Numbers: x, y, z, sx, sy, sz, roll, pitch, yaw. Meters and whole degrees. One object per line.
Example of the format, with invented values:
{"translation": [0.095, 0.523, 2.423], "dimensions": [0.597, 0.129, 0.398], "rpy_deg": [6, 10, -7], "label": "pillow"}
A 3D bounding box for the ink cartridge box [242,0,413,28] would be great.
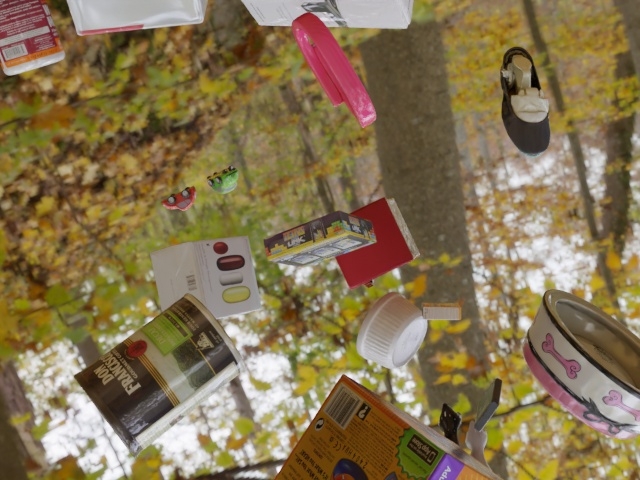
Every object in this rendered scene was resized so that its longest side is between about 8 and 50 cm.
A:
{"translation": [0.030, -0.681, 2.014], "dimensions": [0.394, 0.285, 0.166], "rpy_deg": [5, 172, 15], "label": "ink cartridge box"}

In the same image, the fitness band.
{"translation": [0.032, -0.386, 1.891], "dimensions": [0.054, 0.291, 0.209], "rpy_deg": [-34, -169, -5], "label": "fitness band"}

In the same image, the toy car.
{"translation": [-0.280, -0.142, 2.185], "dimensions": [0.239, 0.053, 0.225], "rpy_deg": [-32, -167, -32], "label": "toy car"}

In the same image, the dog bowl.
{"translation": [0.665, 0.305, 2.001], "dimensions": [0.150, 0.408, 0.408], "rpy_deg": [-57, -178, 22], "label": "dog bowl"}

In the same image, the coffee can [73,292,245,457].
{"translation": [-0.318, 0.266, 1.658], "dimensions": [0.275, 0.201, 0.201], "rpy_deg": [-37, -159, -19], "label": "coffee can"}

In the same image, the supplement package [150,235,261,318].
{"translation": [-0.278, 0.099, 2.034], "dimensions": [0.149, 0.194, 0.203], "rpy_deg": [-13, 177, 37], "label": "supplement package"}

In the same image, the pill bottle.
{"translation": [-0.576, -0.433, 1.562], "dimensions": [0.121, 0.221, 0.121], "rpy_deg": [-15, -162, 5], "label": "pill bottle"}

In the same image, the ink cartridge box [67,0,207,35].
{"translation": [-0.391, -0.629, 1.848], "dimensions": [0.279, 0.160, 0.385], "rpy_deg": [-6, -139, 4], "label": "ink cartridge box"}

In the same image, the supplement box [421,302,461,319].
{"translation": [0.317, 0.185, 2.179], "dimensions": [0.098, 0.036, 0.062], "rpy_deg": [0, -174, 3], "label": "supplement box"}

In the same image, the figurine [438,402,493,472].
{"translation": [0.394, 0.570, 2.246], "dimensions": [0.092, 0.215, 0.209], "rpy_deg": [-25, -136, 34], "label": "figurine"}

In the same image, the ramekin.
{"translation": [0.204, 0.256, 2.293], "dimensions": [0.109, 0.207, 0.207], "rpy_deg": [29, -137, 31], "label": "ramekin"}

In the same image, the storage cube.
{"translation": [0.143, 0.006, 2.272], "dimensions": [0.193, 0.215, 0.183], "rpy_deg": [-26, 176, 12], "label": "storage cube"}

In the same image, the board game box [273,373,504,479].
{"translation": [0.145, 0.525, 1.498], "dimensions": [0.356, 0.356, 0.356], "rpy_deg": [-56, -151, -4], "label": "board game box"}

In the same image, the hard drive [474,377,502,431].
{"translation": [0.430, 0.418, 2.124], "dimensions": [0.094, 0.022, 0.135], "rpy_deg": [-61, 175, 22], "label": "hard drive"}

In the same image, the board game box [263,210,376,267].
{"translation": [0.000, 0.000, 1.583], "dimensions": [0.170, 0.048, 0.141], "rpy_deg": [-20, 163, 24], "label": "board game box"}

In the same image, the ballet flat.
{"translation": [0.310, -0.221, 1.268], "dimensions": [0.074, 0.074, 0.203], "rpy_deg": [-15, -129, 18], "label": "ballet flat"}
